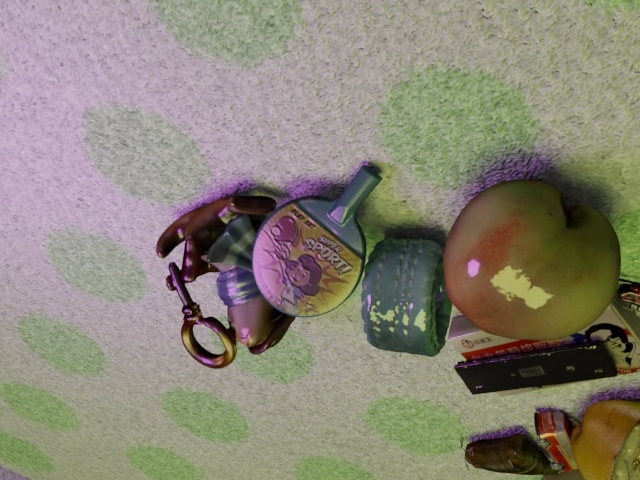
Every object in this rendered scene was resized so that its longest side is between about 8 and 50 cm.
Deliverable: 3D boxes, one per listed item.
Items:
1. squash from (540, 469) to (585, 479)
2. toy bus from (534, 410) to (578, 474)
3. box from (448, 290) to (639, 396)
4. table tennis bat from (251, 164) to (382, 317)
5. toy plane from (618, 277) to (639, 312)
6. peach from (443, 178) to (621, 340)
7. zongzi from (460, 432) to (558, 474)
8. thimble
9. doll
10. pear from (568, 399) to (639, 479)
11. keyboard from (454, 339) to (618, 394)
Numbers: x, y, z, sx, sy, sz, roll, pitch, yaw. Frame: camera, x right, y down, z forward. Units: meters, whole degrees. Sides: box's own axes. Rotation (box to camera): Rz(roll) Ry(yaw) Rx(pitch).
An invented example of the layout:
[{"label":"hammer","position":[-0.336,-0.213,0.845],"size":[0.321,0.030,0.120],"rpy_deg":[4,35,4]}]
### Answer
[{"label":"squash","position":[0.641,0.593,2.023],"size":[0.250,0.083,0.083],"rpy_deg":[-20,126,37]},{"label":"toy bus","position":[0.549,0.459,1.920],"size":[0.077,0.079,0.174],"rpy_deg":[-16,128,25]},{"label":"box","position":[0.462,0.205,1.682],"size":[0.353,0.069,0.214],"rpy_deg":[-21,125,36]},{"label":"table tennis bat","position":[0.000,0.000,1.546],"size":[0.215,0.044,0.329],"rpy_deg":[41,111,8]},{"label":"toy plane","position":[0.604,0.102,1.527],"size":[0.145,0.037,0.060],"rpy_deg":[13,129,15]},{"label":"peach","position":[0.344,0.041,1.402],"size":[0.292,0.247,0.292],"rpy_deg":[-2,125,-2]},{"label":"zongzi","position":[0.463,0.541,2.050],"size":[0.184,0.084,0.187],"rpy_deg":[34,146,-30]},{"label":"thimble","position":[0.168,0.102,1.592],"size":[0.143,0.198,0.235],"rpy_deg":[6,112,19]},{"label":"doll","position":[-0.177,0.077,1.691],"size":[0.318,0.209,0.339],"rpy_deg":[-21,120,18]},{"label":"pear","position":[0.626,0.445,1.802],"size":[0.178,0.267,0.267],"rpy_deg":[24,152,47]},{"label":"keyboard","position":[0.430,0.259,1.688],"size":[0.317,0.027,0.106],"rpy_deg":[-15,125,35]}]
